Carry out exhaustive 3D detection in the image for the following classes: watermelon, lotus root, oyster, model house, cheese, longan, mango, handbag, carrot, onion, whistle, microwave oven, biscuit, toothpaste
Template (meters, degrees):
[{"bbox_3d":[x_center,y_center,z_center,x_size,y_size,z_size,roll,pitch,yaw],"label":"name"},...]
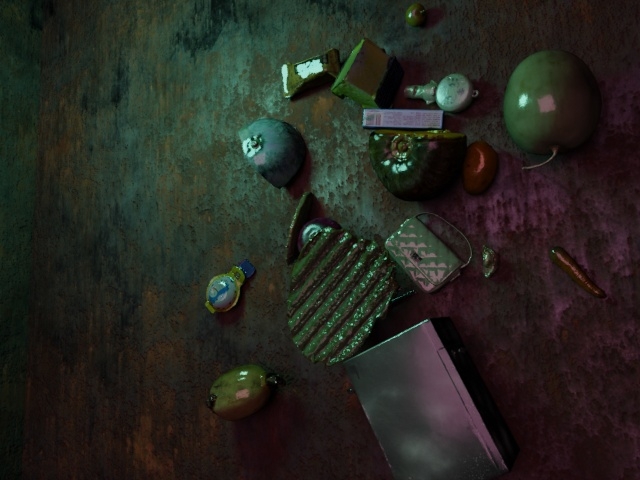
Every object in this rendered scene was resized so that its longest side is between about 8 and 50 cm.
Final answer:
[{"bbox_3d":[-0.191,-0.372,1.870,0.188,0.175,0.321,-43,67,17],"label":"watermelon"},{"bbox_3d":[-0.263,0.540,1.785,0.310,0.183,0.182,-28,71,19],"label":"lotus root"},{"bbox_3d":[0.523,0.066,1.527,0.080,0.038,0.083,54,139,48],"label":"oyster"},{"bbox_3d":[0.180,-0.565,1.732,0.211,0.170,0.193,28,81,-14],"label":"model house"},{"bbox_3d":[-0.362,0.179,1.946,0.250,0.064,0.156,-47,65,1],"label":"cheese"},{"bbox_3d":[0.334,-0.781,1.708,0.083,0.075,0.075,23,94,63],"label":"longan"},{"bbox_3d":[0.496,-0.228,1.540,0.115,0.089,0.164,-9,81,29],"label":"mango"},{"bbox_3d":[0.353,0.026,1.588,0.219,0.079,0.256,-45,67,11],"label":"handbag"},{"bbox_3d":[0.729,0.093,1.398,0.047,0.047,0.191,-45,66,15],"label":"carrot"},{"bbox_3d":[0.004,0.003,1.732,0.177,0.153,0.177,-19,40,17],"label":"onion"},{"bbox_3d":[0.401,-0.490,1.642,0.258,0.067,0.126,13,95,33],"label":"whistle"},{"bbox_3d":[0.314,0.489,1.449,0.374,0.236,0.431,-32,69,20],"label":"microwave oven"},{"bbox_3d":[-0.082,-0.048,1.789,0.038,0.141,0.289,14,87,11],"label":"biscuit"},{"bbox_3d":[0.277,-0.406,1.666,0.267,0.050,0.065,5,91,16],"label":"toothpaste"}]

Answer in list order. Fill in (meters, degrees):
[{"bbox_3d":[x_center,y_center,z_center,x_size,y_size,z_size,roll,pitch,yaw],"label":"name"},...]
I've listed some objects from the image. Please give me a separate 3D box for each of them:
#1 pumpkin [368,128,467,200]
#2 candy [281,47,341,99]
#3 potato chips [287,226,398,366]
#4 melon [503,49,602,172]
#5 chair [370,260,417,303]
[{"bbox_3d":[0.312,-0.244,1.587,0.325,0.242,0.232,22,121,46],"label":"pumpkin"},{"bbox_3d":[-0.039,-0.638,1.876,0.272,0.101,0.143,-8,85,33],"label":"candy"},{"bbox_3d":[0.042,0.170,1.556,0.358,0.070,0.429,40,98,29],"label":"potato chips"},{"bbox_3d":[0.647,-0.384,1.391,0.272,0.272,0.307,-26,80,22],"label":"melon"},{"bbox_3d":[0.155,0.176,1.622,0.247,0.159,0.172,-43,63,15],"label":"chair"}]
